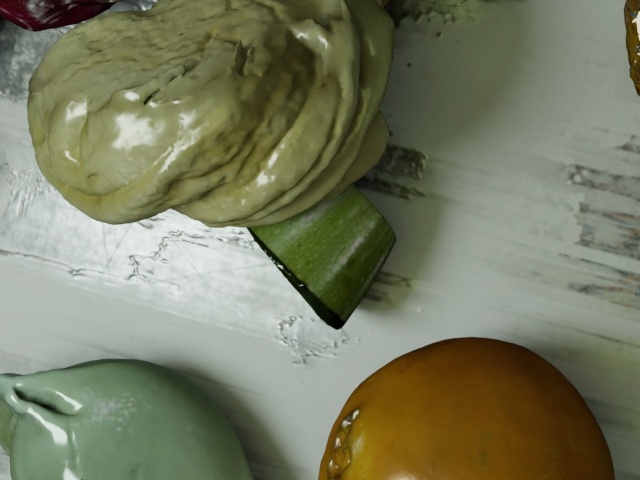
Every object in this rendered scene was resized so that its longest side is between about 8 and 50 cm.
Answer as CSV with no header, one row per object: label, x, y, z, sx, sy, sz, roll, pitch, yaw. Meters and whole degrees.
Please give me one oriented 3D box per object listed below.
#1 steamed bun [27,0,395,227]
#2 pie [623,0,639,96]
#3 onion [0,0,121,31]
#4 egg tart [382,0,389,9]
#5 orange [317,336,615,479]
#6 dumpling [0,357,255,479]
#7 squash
steamed bun,-0.101,-0.136,1.608,0.372,0.325,0.230,-29,126,-12
pie,0.430,-0.209,1.605,0.273,0.069,0.273,1,95,15
onion,-0.265,-0.296,1.710,0.218,0.195,0.139,38,148,35
egg tart,0.019,-0.282,1.713,0.130,0.052,0.130,2,97,16
orange,0.147,0.252,1.611,0.312,0.312,0.312,2,96,14
dumpling,-0.231,0.264,1.757,0.270,0.212,0.320,-37,75,18
squash,0.000,0.000,1.700,0.123,0.170,0.170,-45,84,-4
